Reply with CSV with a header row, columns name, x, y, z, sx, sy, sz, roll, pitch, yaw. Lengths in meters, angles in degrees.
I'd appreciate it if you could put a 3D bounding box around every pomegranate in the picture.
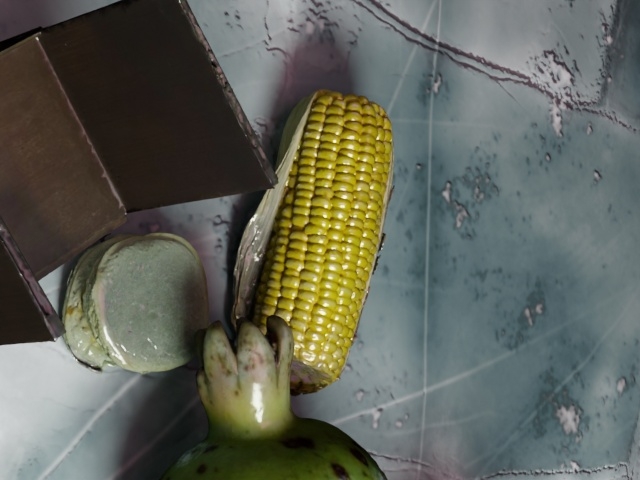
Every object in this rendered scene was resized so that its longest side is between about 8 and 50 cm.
name,x,y,z,sx,sy,sz,roll,pitch,yaw
pomegranate,-0.034,0.225,1.368,0.242,0.242,0.305,19,76,-38

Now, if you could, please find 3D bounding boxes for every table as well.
name,x,y,z,sx,sy,sz,roll,pitch,yaw
table,-0.231,-0.047,1.191,0.250,0.282,0.196,-36,108,-38

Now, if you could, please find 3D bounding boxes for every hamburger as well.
name,x,y,z,sx,sy,sz,roll,pitch,yaw
hamburger,-0.167,0.058,1.384,0.140,0.062,0.133,-9,96,-43

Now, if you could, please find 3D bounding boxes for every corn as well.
name,x,y,z,sx,sy,sz,roll,pitch,yaw
corn,-0.002,0.001,1.506,0.123,0.122,0.305,42,58,-62
